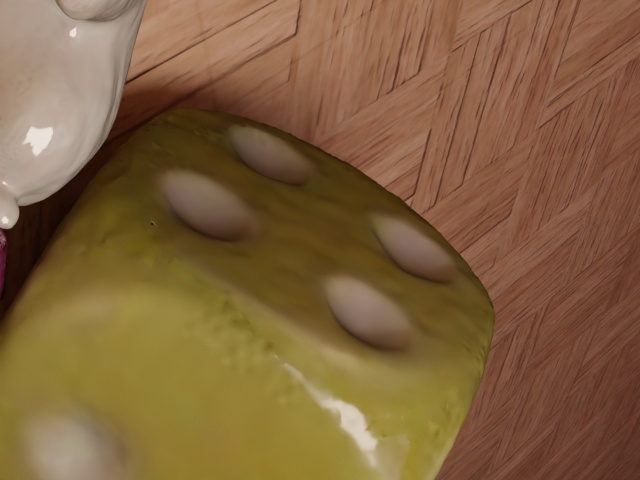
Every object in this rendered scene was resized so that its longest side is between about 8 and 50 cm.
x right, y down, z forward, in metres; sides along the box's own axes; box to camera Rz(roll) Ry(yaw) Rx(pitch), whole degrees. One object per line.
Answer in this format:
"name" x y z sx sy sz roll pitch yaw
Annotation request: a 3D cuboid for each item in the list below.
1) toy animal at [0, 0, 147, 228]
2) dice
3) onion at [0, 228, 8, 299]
"toy animal" -0.107 -0.148 0.598 0.282 0.140 0.138 -59 165 24
"dice" -0.052 0.080 0.816 0.227 0.233 0.238 -59 -178 26
"onion" -0.207 0.012 0.700 0.115 0.104 0.115 -5 104 -19
